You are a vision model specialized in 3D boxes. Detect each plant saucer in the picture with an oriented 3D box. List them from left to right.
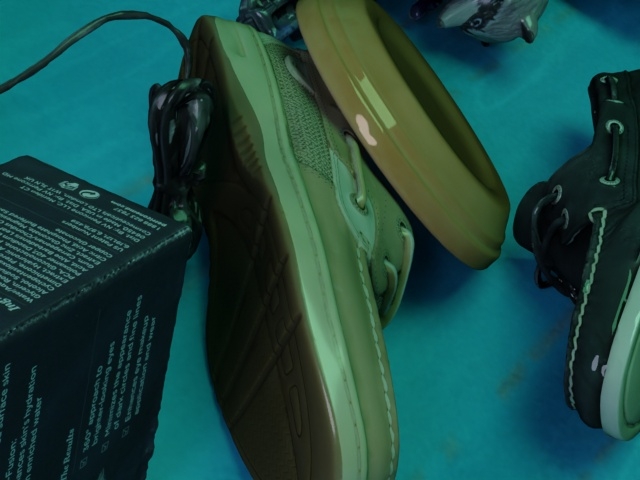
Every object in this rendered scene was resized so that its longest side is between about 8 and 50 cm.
[{"bbox_3d":[0.058,-0.074,0.800,0.200,0.037,0.200,50,16,-20],"label":"plant saucer"}]

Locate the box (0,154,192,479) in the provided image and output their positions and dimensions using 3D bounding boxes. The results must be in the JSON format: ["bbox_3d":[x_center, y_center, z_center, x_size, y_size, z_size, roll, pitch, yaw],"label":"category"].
[{"bbox_3d":[-0.141,0.069,0.523,0.093,0.156,0.158,24,29,20],"label":"box"}]

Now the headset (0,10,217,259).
[{"bbox_3d":[-0.251,-0.083,0.683,0.394,0.185,0.243,9,41,0],"label":"headset"}]

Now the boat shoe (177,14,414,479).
[{"bbox_3d":[0.000,0.000,0.717,0.110,0.122,0.341,5,47,-23],"label":"boat shoe"}]

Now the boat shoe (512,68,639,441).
[{"bbox_3d":[0.183,-0.013,0.841,0.113,0.127,0.340,9,47,20],"label":"boat shoe"}]

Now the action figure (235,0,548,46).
[{"bbox_3d":[0.066,-0.267,0.909,0.341,0.178,0.330,-53,124,-37],"label":"action figure"}]
